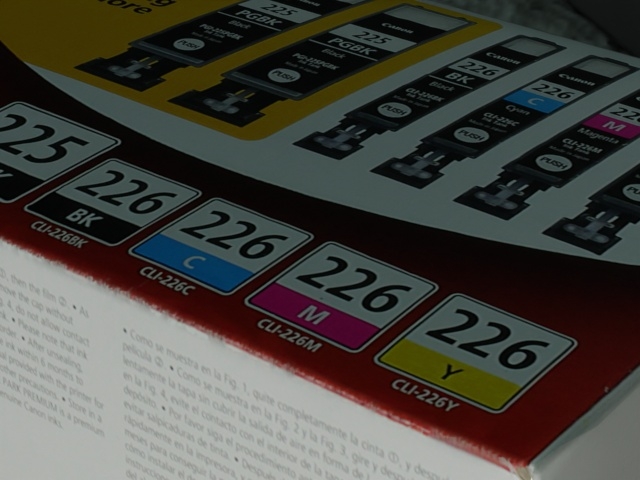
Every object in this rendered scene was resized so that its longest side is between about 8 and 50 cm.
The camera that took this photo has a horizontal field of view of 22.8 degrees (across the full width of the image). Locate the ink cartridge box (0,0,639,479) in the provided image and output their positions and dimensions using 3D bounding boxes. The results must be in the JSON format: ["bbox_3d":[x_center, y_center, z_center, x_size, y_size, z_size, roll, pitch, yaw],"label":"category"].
[{"bbox_3d":[0.000,0.000,0.494,0.309,0.130,0.272,21,34,32],"label":"ink cartridge box"}]

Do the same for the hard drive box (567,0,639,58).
[{"bbox_3d":[0.193,-0.130,0.584,0.181,0.089,0.232,-41,53,-1],"label":"hard drive box"}]
